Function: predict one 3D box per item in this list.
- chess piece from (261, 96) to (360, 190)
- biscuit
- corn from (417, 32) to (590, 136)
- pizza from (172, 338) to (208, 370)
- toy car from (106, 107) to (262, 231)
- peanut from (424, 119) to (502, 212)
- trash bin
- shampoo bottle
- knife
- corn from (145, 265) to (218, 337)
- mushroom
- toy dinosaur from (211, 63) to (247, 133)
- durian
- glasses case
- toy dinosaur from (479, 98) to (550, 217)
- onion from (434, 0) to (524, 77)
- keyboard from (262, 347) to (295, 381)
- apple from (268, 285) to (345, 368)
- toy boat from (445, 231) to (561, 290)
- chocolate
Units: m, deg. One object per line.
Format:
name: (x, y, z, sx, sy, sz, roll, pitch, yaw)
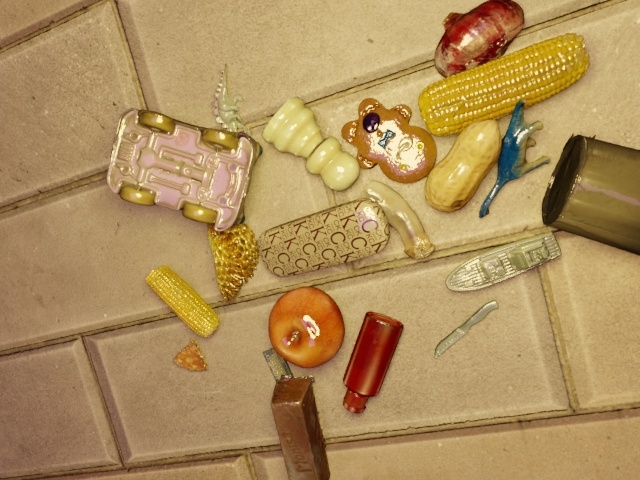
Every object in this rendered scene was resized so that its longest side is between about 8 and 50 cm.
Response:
chess piece: (-0.009, -0.219, 1.087, 0.243, 0.133, 0.133, 41, 106, -2)
biscuit: (0.169, -0.236, 1.077, 0.236, 0.039, 0.179, 36, 104, 5)
corn: (0.383, -0.326, 0.956, 0.345, 0.131, 0.131, -18, 93, 16)
pizza: (-0.366, 0.345, 1.304, 0.099, 0.029, 0.100, 40, 108, -2)
toy car: (-0.329, -0.180, 1.137, 0.336, 0.226, 0.241, 15, 96, 0)
peanut: (0.310, -0.158, 0.980, 0.120, 0.110, 0.236, 8, 135, -20)
trash bin: (0.628, -0.074, 0.892, 0.302, 0.203, 0.252, 20, 63, 12)
shampoo bottle: (0.124, 0.317, 1.153, 0.102, 0.064, 0.260, 20, 103, 7)
knife: (0.353, 0.218, 1.105, 0.028, 0.015, 0.210, 44, 106, -1)
corn: (-0.382, 0.167, 1.252, 0.248, 0.081, 0.081, 44, 106, 5)
mushroom: (0.187, -0.049, 1.076, 0.223, 0.081, 0.092, 44, 88, 2)
toy dinosaur: (-0.242, -0.352, 1.161, 0.082, 0.039, 0.208, -4, 96, 17)
durian: (-0.244, 0.038, 1.203, 0.139, 0.145, 0.251, 1, 108, 52)
glasses case: (0.000, 0.000, 1.104, 0.355, 0.085, 0.137, -16, 102, 29)
toy dinosaur: (0.396, -0.175, 0.970, 0.188, 0.247, 0.075, -38, 47, 0)
onion: (0.333, -0.448, 0.969, 0.151, 0.098, 0.206, 46, 106, 3)
keyboard: (-0.102, 0.380, 1.246, 0.055, 0.014, 0.176, -24, 91, 20)
apple: (-0.037, 0.221, 1.129, 0.201, 0.162, 0.201, 3, 101, 14)
toy boat: (0.412, 0.056, 1.029, 0.261, 0.085, 0.078, -24, 92, 16)
chocolate: (-0.056, 0.526, 1.194, 0.112, 0.112, 0.320, -8, 101, 13)
